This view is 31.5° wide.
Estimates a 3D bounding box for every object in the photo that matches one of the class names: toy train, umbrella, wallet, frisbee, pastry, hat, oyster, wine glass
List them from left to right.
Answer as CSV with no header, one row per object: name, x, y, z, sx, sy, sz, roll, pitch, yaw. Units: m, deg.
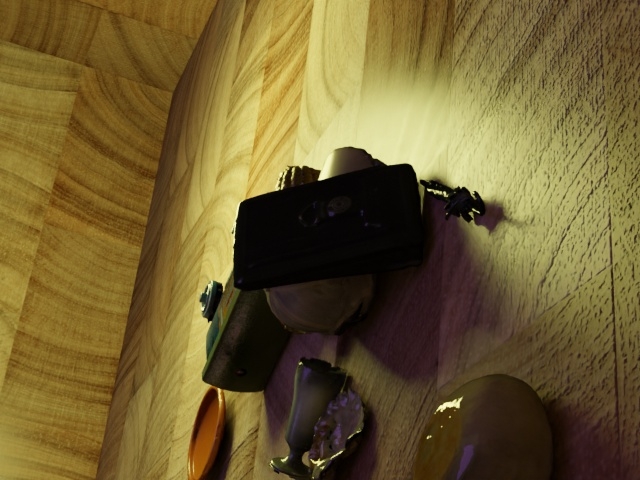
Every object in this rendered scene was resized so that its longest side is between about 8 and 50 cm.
frisbee,-0.205,0.363,2.107,0.192,0.035,0.192,-165,90,-74
toy train,-0.116,0.093,1.891,0.202,0.131,0.300,-98,26,-51
wine glass,-0.016,0.242,1.536,0.072,0.072,0.155,-146,71,-73
hat,0.004,-0.006,1.557,0.232,0.161,0.275,-41,33,55
wallet,0.007,-0.019,1.432,0.052,0.245,0.169,70,-167,-47
oyster,0.019,0.259,1.443,0.121,0.045,0.146,135,154,-65
umbrella,0.150,-0.045,1.326,0.269,0.044,0.044,-141,30,-80
pastry,0.143,0.192,1.016,0.156,0.092,0.156,-57,18,30

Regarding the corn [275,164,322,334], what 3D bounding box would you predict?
corn,-0.025,0.011,1.728,0.101,0.101,0.292,125,153,-49
